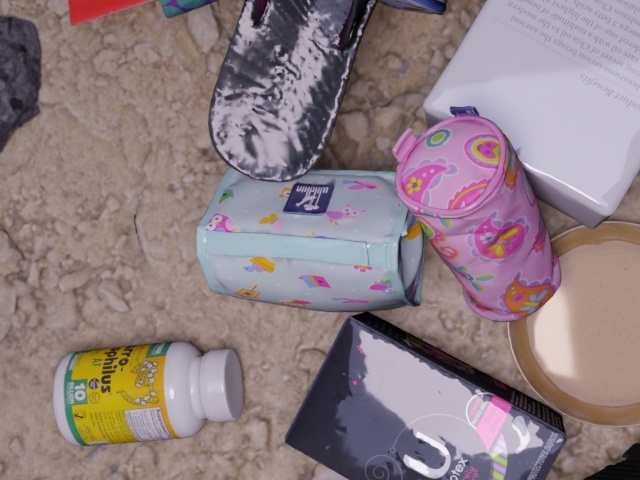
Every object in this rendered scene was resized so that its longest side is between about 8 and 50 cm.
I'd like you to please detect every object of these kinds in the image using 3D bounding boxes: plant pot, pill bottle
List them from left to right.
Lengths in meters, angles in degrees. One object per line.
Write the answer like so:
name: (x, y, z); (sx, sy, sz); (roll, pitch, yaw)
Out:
pill bottle: (-0.204, 0.183, 1.290); (0.209, 0.117, 0.117); (-6, 87, 11)
plant pot: (0.335, 0.096, 1.235); (0.236, 0.032, 0.236); (0, 88, 10)

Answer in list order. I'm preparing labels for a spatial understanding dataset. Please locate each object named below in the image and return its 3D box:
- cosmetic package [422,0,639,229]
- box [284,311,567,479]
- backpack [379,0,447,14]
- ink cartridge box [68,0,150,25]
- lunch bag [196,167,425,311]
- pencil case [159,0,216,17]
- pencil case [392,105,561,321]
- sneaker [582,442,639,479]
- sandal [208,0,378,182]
cosmetic package: (0.327, -0.265, 1.170); (0.230, 0.161, 0.453); (32, 90, 10)
box: (0.122, 0.214, 1.214); (0.270, 0.143, 0.165); (27, 94, 11)
backpack: (0.094, -0.363, 1.183); (0.263, 0.276, 0.213); (14, 107, 16)
ink cartridge box: (-0.196, -0.424, 1.299); (0.296, 0.066, 0.261); (-15, 66, 10)
lunch bag: (0.000, 0.000, 1.184); (0.224, 0.262, 0.160); (5, 89, 12)
pencil case: (-0.135, -0.330, 1.321); (0.152, 0.064, 0.070); (-16, 76, 9)
pencil case: (0.169, -0.018, 1.122); (0.124, 0.284, 0.124); (-12, 59, 20)
sneaker: (0.351, 0.303, 1.132); (0.331, 0.122, 0.146); (-27, 95, -21)
sandal: (-0.005, -0.267, 1.045); (0.168, 0.107, 0.445); (13, 105, 3)
